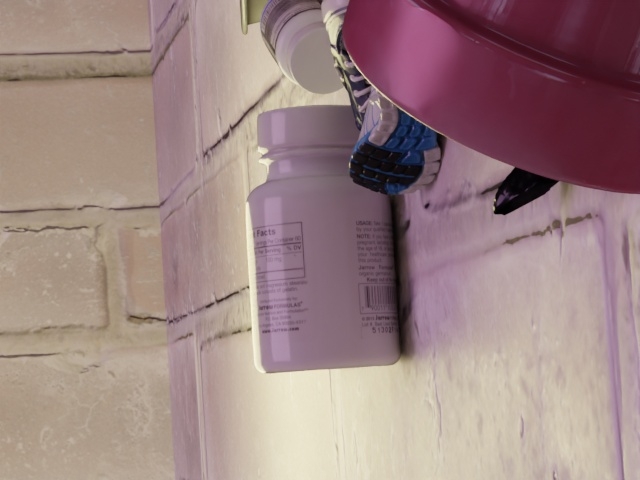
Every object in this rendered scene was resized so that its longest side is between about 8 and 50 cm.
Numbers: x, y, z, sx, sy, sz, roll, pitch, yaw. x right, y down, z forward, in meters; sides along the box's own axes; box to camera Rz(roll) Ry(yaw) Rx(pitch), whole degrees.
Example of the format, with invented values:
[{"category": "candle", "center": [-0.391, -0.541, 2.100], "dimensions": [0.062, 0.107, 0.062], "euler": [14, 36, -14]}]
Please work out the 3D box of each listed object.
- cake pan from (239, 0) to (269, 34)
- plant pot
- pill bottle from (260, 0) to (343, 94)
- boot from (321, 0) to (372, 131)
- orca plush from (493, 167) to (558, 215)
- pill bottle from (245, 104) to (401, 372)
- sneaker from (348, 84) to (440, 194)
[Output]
[{"category": "cake pan", "center": [-0.065, -0.366, 2.096], "dimensions": [0.293, 0.054, 0.293], "euler": [177, 90, -87]}, {"category": "plant pot", "center": [0.131, -0.148, 0.940], "dimensions": [0.201, 0.201, 0.180], "euler": [-110, 36, -57]}, {"category": "pill bottle", "center": [-0.010, -0.190, 1.886], "dimensions": [0.137, 0.078, 0.078], "euler": [-118, 27, -65]}, {"category": "boot", "center": [0.045, -0.146, 1.621], "dimensions": [0.190, 0.069, 0.086], "euler": [54, -156, -77]}, {"category": "orca plush", "center": [0.088, -0.146, 1.329], "dimensions": [0.151, 0.102, 0.287], "euler": [108, 156, -61]}, {"category": "pill bottle", "center": [0.000, 0.000, 1.746], "dimensions": [0.131, 0.131, 0.229], "euler": [157, 110, -78]}, {"category": "sneaker", "center": [0.069, -0.113, 1.575], "dimensions": [0.191, 0.071, 0.083], "euler": [106, 172, -52]}]
